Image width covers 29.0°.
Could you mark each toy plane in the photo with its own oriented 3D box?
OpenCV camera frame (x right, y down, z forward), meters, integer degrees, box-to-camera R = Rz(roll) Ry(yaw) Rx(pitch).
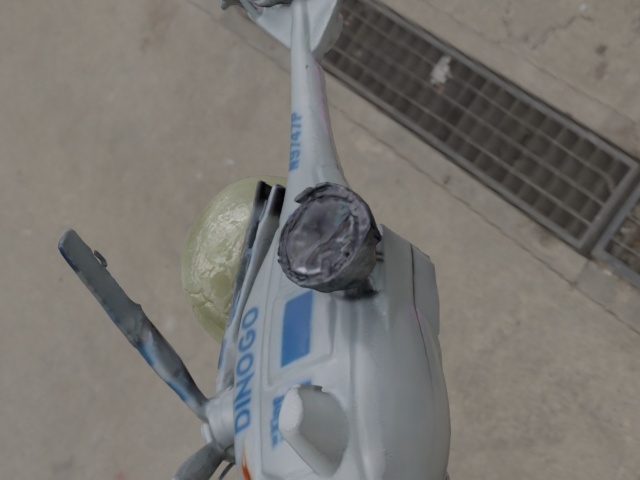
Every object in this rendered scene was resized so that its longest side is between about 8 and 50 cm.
[{"bbox_3d":[0.007,0.003,0.463,0.107,0.182,0.273,-24,33,32],"label":"toy plane"}]

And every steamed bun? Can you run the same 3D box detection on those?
[{"bbox_3d":[-0.052,0.013,0.874,0.130,0.091,0.112,-60,7,26],"label":"steamed bun"}]
